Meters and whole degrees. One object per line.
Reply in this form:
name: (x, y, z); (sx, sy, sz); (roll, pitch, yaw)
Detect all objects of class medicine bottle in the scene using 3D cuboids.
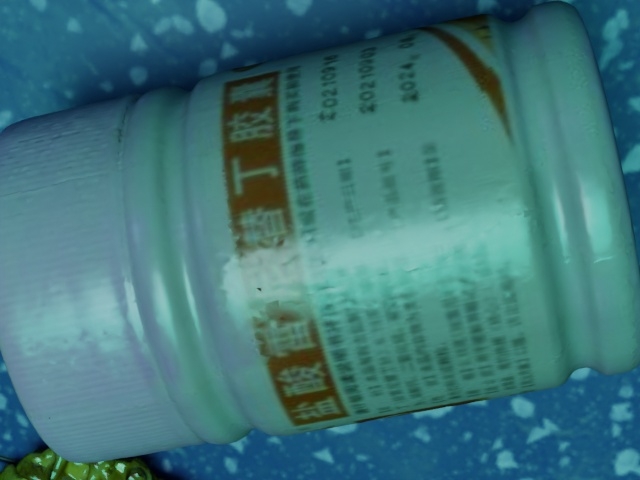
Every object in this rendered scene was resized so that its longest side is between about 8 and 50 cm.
medicine bottle: (0.000, 0.000, 0.707); (0.315, 0.202, 0.202); (-12, 110, 9)

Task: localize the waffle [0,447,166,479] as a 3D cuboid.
waffle: (-0.152, 0.217, 0.890); (0.191, 0.038, 0.191); (1, 111, 4)
